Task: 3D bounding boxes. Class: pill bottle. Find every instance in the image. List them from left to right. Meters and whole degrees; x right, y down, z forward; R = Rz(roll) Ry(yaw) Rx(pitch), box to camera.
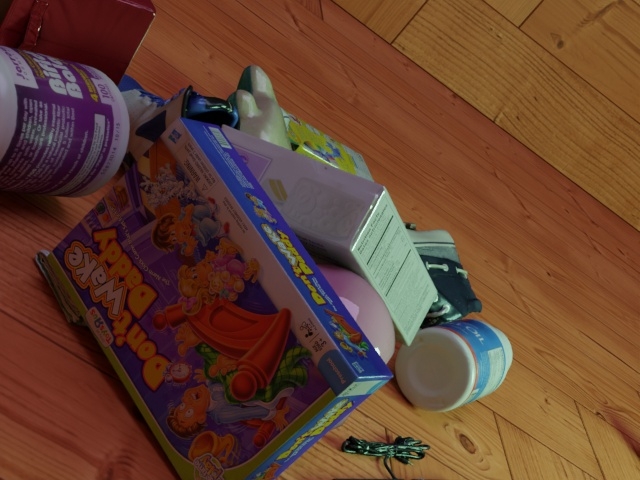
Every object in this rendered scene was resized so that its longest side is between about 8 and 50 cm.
[{"bbox_3d":[-0.373,-0.141,1.522,0.169,0.169,0.301,49,21,22],"label":"pill bottle"},{"bbox_3d":[0.207,0.180,1.973,0.124,0.124,0.221,47,20,17],"label":"pill bottle"}]

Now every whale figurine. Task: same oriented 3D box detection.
[{"bbox_3d":[-0.116,-0.136,1.963,0.216,0.141,0.272,70,13,-48],"label":"whale figurine"}]

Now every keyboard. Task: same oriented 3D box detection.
[{"bbox_3d":[0.113,0.315,1.657,0.317,0.033,0.201,15,32,-52],"label":"keyboard"}]

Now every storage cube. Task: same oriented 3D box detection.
[{"bbox_3d":[-0.367,-0.311,1.828,0.193,0.183,0.215,13,31,-34],"label":"storage cube"}]

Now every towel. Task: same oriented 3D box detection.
[{"bbox_3d":[-0.250,0.061,1.536,0.152,0.023,0.113,16,33,-50],"label":"towel"}]

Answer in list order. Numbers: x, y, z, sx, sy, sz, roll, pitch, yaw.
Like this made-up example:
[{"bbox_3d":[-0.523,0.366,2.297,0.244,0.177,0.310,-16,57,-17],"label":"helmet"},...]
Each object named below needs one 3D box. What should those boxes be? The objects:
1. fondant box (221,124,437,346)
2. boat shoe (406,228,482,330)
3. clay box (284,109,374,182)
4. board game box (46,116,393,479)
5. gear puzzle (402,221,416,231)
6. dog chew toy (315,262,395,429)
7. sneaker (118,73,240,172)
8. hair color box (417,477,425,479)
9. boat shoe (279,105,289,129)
[{"bbox_3d":[0.000,0.000,1.712,0.238,0.096,0.330,23,-17,25],"label":"fondant box"},{"bbox_3d":[0.142,0.075,2.089,0.341,0.127,0.158,-8,66,-54],"label":"boat shoe"},{"bbox_3d":[-0.006,-0.152,2.388,0.222,0.053,0.127,27,24,-31],"label":"clay box"},{"bbox_3d":[-0.115,0.077,1.398,0.347,0.233,0.078,54,22,21],"label":"board game box"},{"bbox_3d":[0.052,-0.014,2.137,0.176,0.044,0.339,5,1,27],"label":"gear puzzle"},{"bbox_3d":[-0.077,0.079,1.572,0.332,0.206,0.206,36,19,6],"label":"dog chew toy"},{"bbox_3d":[-0.201,-0.153,1.844,0.127,0.182,0.315,24,26,-41],"label":"sneaker"},{"bbox_3d":[0.197,0.411,1.327,0.347,0.105,0.174,42,-9,37],"label":"hair color box"},{"bbox_3d":[-0.093,-0.144,2.155,0.088,0.096,0.267,44,21,-3],"label":"boat shoe"}]
